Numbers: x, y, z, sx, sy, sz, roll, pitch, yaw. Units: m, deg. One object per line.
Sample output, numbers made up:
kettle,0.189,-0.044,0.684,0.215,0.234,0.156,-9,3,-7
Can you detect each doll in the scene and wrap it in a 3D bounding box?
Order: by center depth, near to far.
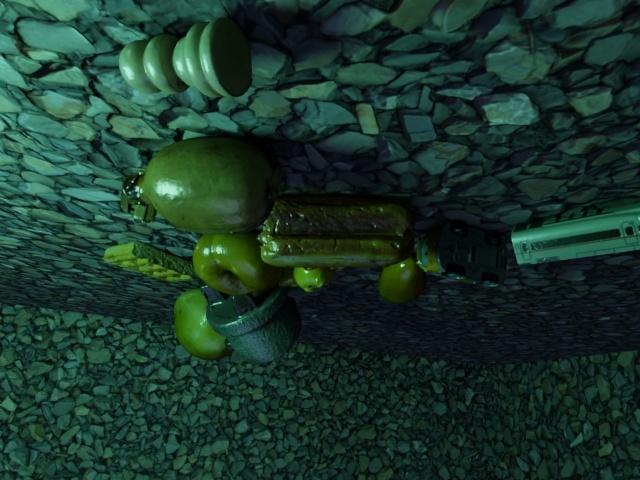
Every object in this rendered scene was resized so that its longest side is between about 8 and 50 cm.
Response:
doll,-0.029,0.078,1.356,0.142,0.136,0.220,9,165,-38

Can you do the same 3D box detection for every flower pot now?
flower pot,-0.230,0.215,1.575,0.298,0.299,0.283,-7,126,30

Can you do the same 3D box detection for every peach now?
peach,-0.228,0.058,1.321,0.250,0.153,0.251,3,155,1
peach,-0.445,0.341,1.967,0.314,0.282,0.315,28,143,-35

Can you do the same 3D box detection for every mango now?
mango,0.244,0.108,1.400,0.138,0.113,0.253,9,153,2

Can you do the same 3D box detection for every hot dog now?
hot dog,0.033,-0.019,1.054,0.348,0.159,0.117,0,178,5

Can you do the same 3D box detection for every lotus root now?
lotus root,-0.224,-0.097,0.876,0.309,0.183,0.183,2,160,13

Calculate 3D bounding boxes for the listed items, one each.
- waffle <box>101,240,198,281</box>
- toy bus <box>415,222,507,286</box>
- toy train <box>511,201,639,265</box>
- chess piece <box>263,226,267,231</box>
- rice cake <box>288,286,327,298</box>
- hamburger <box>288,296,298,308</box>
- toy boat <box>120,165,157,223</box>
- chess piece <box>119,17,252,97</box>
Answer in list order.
waffle,-0.552,0.074,1.582,0.167,0.057,0.274,-9,155,35
toy bus,0.337,0.039,1.170,0.209,0.126,0.136,14,167,-23
toy train,0.602,-0.026,0.966,0.406,0.088,0.086,-12,-171,39
chess piece,-0.073,-0.027,1.158,0.122,0.066,0.066,17,162,12
rice cake,-0.080,0.172,1.751,0.127,0.043,0.237,16,157,-24
hamburger,-0.172,0.292,1.938,0.175,0.176,0.137,5,166,2
toy boat,-0.390,-0.100,1.051,0.087,0.068,0.226,21,157,-16
chess piece,-0.183,-0.226,0.625,0.170,0.094,0.094,1,160,23
